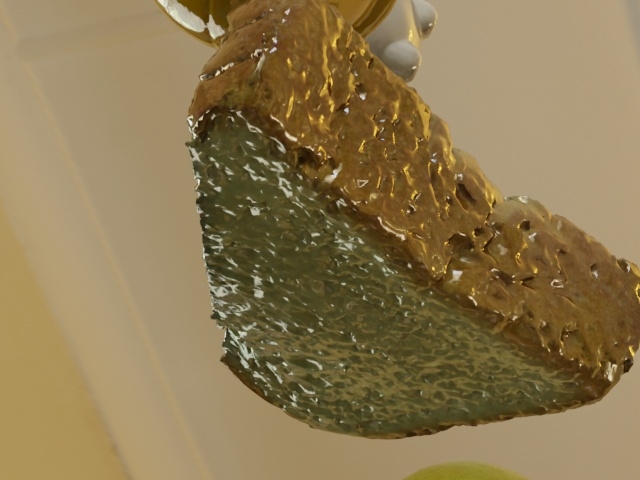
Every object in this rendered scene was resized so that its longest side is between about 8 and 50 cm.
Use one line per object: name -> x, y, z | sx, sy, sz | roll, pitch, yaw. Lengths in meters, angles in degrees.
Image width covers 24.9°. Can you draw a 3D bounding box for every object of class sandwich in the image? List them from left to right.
sandwich -> -0.002, 0.004, 0.777 | 0.288, 0.100, 0.254 | 38, -29, -31

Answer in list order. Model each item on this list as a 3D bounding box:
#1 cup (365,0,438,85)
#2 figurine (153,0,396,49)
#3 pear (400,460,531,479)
cup -> 0.003, -0.143, 1.141 | 0.142, 0.173, 0.134 | 23, -27, -1
figurine -> -0.023, -0.237, 0.920 | 0.192, 0.257, 0.167 | 5, -28, 26
pear -> 0.126, 0.278, 1.205 | 0.200, 0.200, 0.200 | 14, -55, 21
